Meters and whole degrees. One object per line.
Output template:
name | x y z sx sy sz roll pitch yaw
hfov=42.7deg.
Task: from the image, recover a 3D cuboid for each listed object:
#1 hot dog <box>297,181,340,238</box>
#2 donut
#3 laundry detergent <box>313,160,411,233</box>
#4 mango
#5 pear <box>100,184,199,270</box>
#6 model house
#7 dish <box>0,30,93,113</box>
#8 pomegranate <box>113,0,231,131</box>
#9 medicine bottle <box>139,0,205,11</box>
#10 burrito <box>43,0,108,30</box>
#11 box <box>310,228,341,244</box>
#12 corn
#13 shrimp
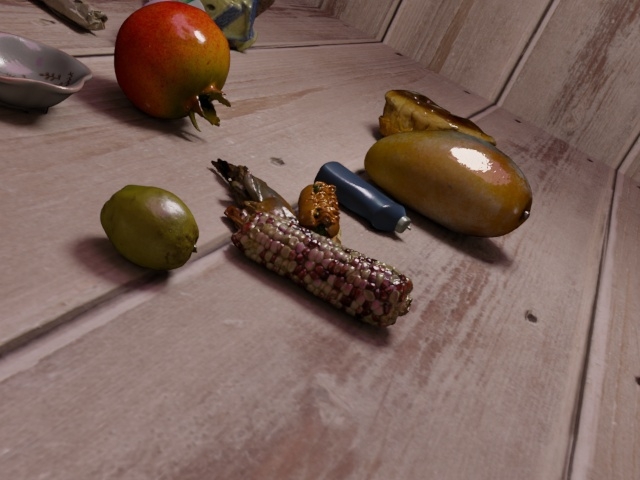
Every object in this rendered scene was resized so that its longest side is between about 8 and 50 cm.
hot dog | -0.001 -0.055 1.379 0.072 0.055 0.188 23 21 -12
donut | 0.291 -0.279 2.149 0.330 0.160 0.330 28 11 -6
laundry detergent | 0.088 -0.076 1.575 0.206 0.061 0.096 36 16 19
mango | 0.266 -0.131 1.730 0.384 0.199 0.221 23 25 24
pear | -0.217 -0.016 1.053 0.131 0.107 0.107 34 21 -6
model house | -0.293 -0.675 2.302 0.266 0.261 0.321 42 34 -31
dish | -0.486 -0.261 1.319 0.229 0.081 0.229 19 24 -9
pomegranate | -0.265 -0.321 1.529 0.257 0.221 0.221 55 27 5
medicine bottle | -0.360 -0.511 1.938 0.133 0.133 0.274 25 23 -5
burrito | -0.569 -0.531 1.842 0.226 0.060 0.087 35 24 22
box | 0.000 0.000 1.359 0.073 0.020 0.149 22 22 -9
corn | 0.005 0.035 1.194 0.280 0.092 0.092 28 22 5
shrimp | -0.128 -0.083 1.344 0.117 0.066 0.262 2 31 -46
